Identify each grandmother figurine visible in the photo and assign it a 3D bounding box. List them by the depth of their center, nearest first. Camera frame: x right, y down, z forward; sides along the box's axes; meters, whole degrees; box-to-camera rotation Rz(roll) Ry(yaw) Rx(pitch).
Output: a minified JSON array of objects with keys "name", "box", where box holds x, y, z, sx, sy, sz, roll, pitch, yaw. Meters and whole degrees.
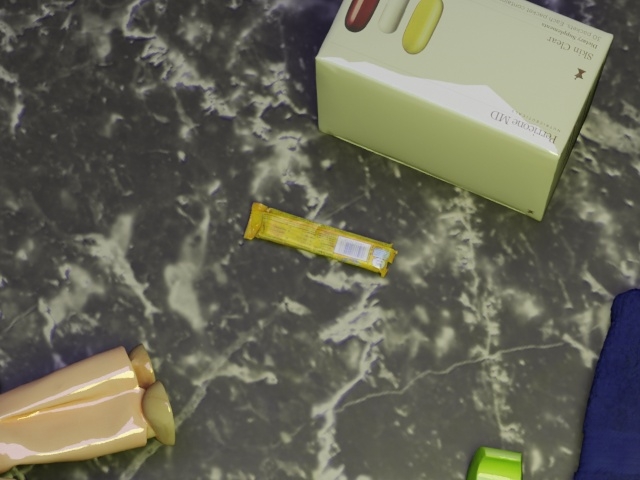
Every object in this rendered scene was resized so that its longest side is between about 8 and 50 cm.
[{"name":"grandmother figurine","box":[-0.326,0.190,1.908,0.342,0.208,0.104,-15,115,-14]}]

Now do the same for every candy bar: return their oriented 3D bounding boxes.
[{"name":"candy bar","box":[0.000,0.000,2.032,0.161,0.018,0.040,16,76,6]}]

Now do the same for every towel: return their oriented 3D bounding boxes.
[{"name":"towel","box":[0.355,0.198,1.884,0.228,0.076,0.308,-2,68,45]}]

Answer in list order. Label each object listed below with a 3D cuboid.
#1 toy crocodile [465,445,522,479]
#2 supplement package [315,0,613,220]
[{"name":"toy crocodile","box":[0.135,0.344,1.839,0.115,0.105,0.340,19,48,11]},{"name":"supplement package","box":[0.141,-0.159,1.984,0.262,0.204,0.145,22,74,8]}]
